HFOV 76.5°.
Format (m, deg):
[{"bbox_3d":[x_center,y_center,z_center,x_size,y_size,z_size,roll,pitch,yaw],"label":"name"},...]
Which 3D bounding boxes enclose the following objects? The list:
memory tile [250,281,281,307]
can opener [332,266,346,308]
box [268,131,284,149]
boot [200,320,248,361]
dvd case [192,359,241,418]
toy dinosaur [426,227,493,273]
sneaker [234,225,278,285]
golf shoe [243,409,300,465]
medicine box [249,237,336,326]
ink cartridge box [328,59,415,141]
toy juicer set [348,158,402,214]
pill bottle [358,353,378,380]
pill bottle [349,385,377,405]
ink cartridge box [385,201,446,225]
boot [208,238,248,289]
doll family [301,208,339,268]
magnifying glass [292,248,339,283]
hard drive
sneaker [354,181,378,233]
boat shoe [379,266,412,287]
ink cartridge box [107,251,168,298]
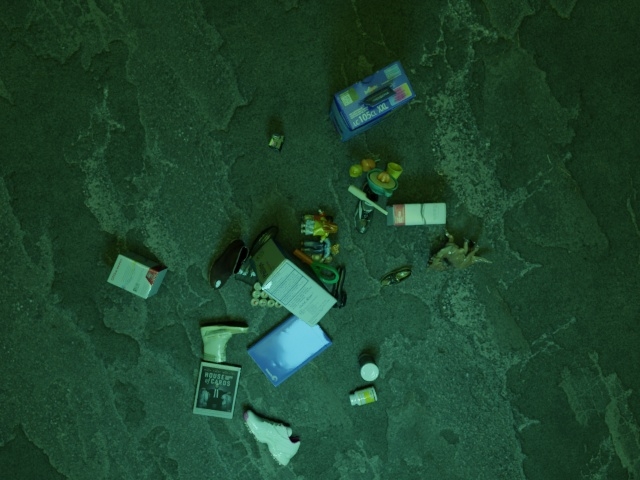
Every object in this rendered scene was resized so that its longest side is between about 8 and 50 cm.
[{"bbox_3d":[-0.224,0.236,1.758,0.147,0.012,0.113,9,101,-26],"label":"memory tile"},{"bbox_3d":[0.079,0.208,1.788,0.059,0.073,0.186,4,91,36],"label":"can opener"},{"bbox_3d":[-0.184,-0.415,1.709,0.052,0.083,0.062,21,93,-4],"label":"box"},{"bbox_3d":[-0.412,0.441,1.767,0.213,0.077,0.165,-3,94,3],"label":"boot"},{"bbox_3d":[-0.458,0.662,1.805,0.179,0.029,0.239,10,94,-4],"label":"dvd case"},{"bbox_3d":[0.586,0.077,1.765,0.295,0.127,0.201,20,101,-16],"label":"toy dinosaur"},{"bbox_3d":[-0.251,0.069,1.744,0.130,0.109,0.286,31,100,-12],"label":"sneaker"},{"bbox_3d":[-0.214,0.843,1.798,0.140,0.115,0.306,-41,101,-10],"label":"golf shoe"},{"bbox_3d":[-0.117,0.163,1.624,0.149,0.263,0.289,-47,117,0],"label":"medicine box"},{"bbox_3d":[0.186,-0.526,1.560,0.269,0.395,0.151,-28,95,0],"label":"ink cartridge box"},{"bbox_3d":[0.212,-0.252,1.639,0.209,0.329,0.090,23,131,2],"label":"toy juicer set"},{"bbox_3d":[0.205,0.547,1.770,0.078,0.137,0.078,0,95,-2],"label":"pill bottle"},{"bbox_3d":[0.190,0.698,1.816,0.116,0.065,0.065,-14,95,-1],"label":"pill bottle"},{"bbox_3d":[0.400,-0.111,1.719,0.217,0.158,0.092,-4,93,-2],"label":"ink cartridge box"},{"bbox_3d":[-0.382,0.111,1.673,0.090,0.207,0.249,25,90,-24],"label":"boot"},{"bbox_3d":[0.000,0.000,1.729,0.163,0.118,0.263,1,96,0],"label":"doll family"},{"bbox_3d":[-0.019,0.108,1.733,0.230,0.026,0.092,35,133,-15],"label":"magnifying glass"},{"bbox_3d":[-0.135,0.468,1.798,0.318,0.040,0.210,-37,95,0],"label":"hard drive"},{"bbox_3d":[0.197,-0.142,1.734,0.078,0.106,0.235,13,94,-2],"label":"sneaker"},{"bbox_3d":[0.332,0.163,1.790,0.152,0.049,0.056,-29,95,0],"label":"boat shoe"},{"bbox_3d":[-0.763,0.142,1.703,0.176,0.127,0.128,26,93,-4],"label":"ink cartridge box"}]
